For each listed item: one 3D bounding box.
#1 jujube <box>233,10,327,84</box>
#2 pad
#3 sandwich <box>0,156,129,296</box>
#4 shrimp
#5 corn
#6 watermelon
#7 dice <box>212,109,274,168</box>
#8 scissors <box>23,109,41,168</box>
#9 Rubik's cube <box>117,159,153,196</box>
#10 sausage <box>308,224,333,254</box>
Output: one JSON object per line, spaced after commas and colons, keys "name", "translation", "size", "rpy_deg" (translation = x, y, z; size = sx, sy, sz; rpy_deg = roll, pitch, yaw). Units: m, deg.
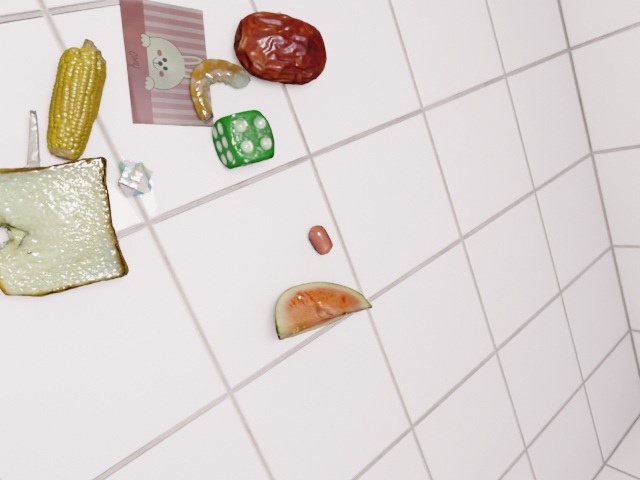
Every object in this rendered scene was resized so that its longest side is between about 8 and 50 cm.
{"name": "jujube", "translation": [-0.101, -0.505, 1.120], "size": [0.250, 0.174, 0.174], "rpy_deg": [3, 89, -33]}
{"name": "pad", "translation": [-0.376, -0.437, 1.050], "size": [0.202, 0.005, 0.300], "rpy_deg": [-6, 94, -30]}
{"name": "sandwich", "translation": [-0.555, -0.025, 0.880], "size": [0.249, 0.095, 0.273], "rpy_deg": [-13, 107, -28]}
{"name": "shrimp", "translation": [-0.256, -0.383, 1.096], "size": [0.161, 0.049, 0.166], "rpy_deg": [3, 90, -32]}
{"name": "corn", "translation": [-0.526, -0.303, 0.913], "size": [0.097, 0.097, 0.262], "rpy_deg": [13, 91, -30]}
{"name": "watermelon", "translation": [-0.022, 0.218, 1.208], "size": [0.303, 0.159, 0.128], "rpy_deg": [-10, 126, -32]}
{"name": "dice", "translation": [-0.199, -0.257, 1.086], "size": [0.120, 0.131, 0.128], "rpy_deg": [-22, 103, -28]}
{"name": "scissors", "translation": [-0.603, -0.165, 0.888], "size": [0.110, 0.021, 0.212], "rpy_deg": [2, 103, -28]}
{"name": "Rubik's cube", "translation": [-0.430, -0.143, 0.984], "size": [0.075, 0.073, 0.084], "rpy_deg": [4, 87, -30]}
{"name": "sausage", "translation": [0.000, 0.000, 1.250], "size": [0.054, 0.059, 0.094], "rpy_deg": [-33, 112, -12]}
